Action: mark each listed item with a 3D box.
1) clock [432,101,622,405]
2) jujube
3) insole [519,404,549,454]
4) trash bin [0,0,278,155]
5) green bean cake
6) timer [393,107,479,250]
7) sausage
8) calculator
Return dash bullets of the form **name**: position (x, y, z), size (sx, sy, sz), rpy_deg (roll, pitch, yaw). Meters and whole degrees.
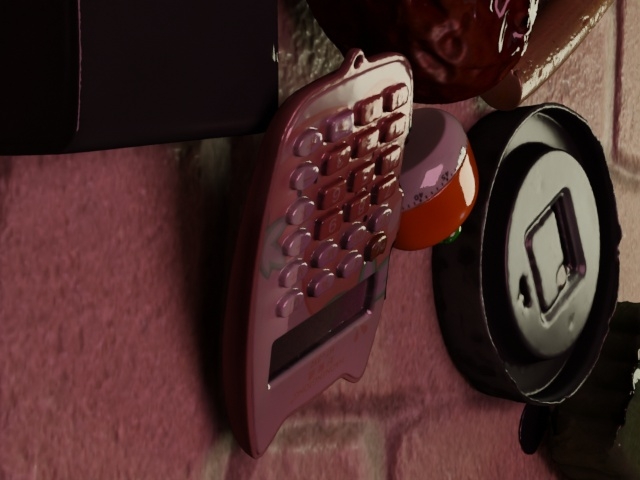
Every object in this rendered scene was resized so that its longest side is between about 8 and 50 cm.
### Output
- **clock**: position (0.228, 0.014, 1.432), size (0.325, 0.067, 0.325), rpy_deg (-4, 95, -53)
- **jujube**: position (0.074, -0.253, 1.098), size (0.197, 0.197, 0.290), rpy_deg (-47, 120, -42)
- **insole**: position (0.274, 0.147, 1.563), size (0.080, 0.003, 0.232), rpy_deg (54, 51, -41)
- **trash bin**: position (-0.131, -0.142, 0.888), size (0.225, 0.115, 0.165), rpy_deg (-9, 99, -58)
- **green bean cake**: position (0.365, 0.198, 1.589), size (0.227, 0.125, 0.222), rpy_deg (51, 54, -44)
- **timer**: position (0.096, -0.045, 1.215), size (0.136, 0.099, 0.136), rpy_deg (-8, 102, -42)
- **sausage**: position (0.256, -0.230, 1.465), size (0.301, 0.066, 0.066), rpy_deg (-44, 127, -41)
- **calculator**: position (0.000, 0.000, 1.056), size (0.220, 0.048, 0.330), rpy_deg (-29, 137, -49)
